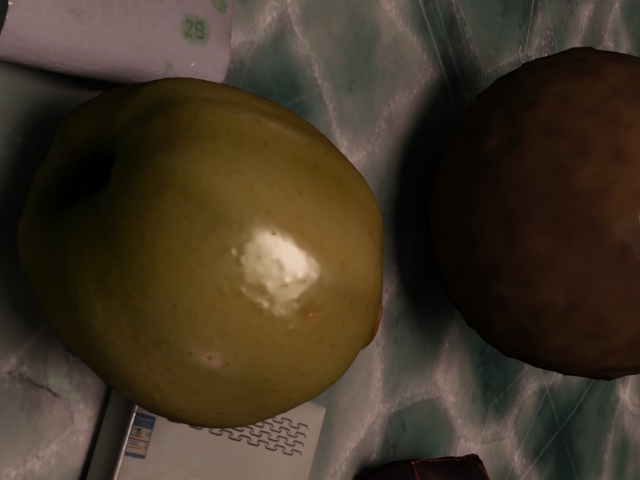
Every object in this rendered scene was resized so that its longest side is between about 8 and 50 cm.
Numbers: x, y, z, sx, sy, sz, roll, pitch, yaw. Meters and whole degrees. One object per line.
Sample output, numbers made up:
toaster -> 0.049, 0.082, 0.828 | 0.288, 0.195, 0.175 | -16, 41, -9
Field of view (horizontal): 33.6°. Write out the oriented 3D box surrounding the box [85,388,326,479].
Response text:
box -> -0.104, 0.211, 0.985 | 0.270, 0.045, 0.211 | 28, 72, -51

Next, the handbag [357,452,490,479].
handbag -> 0.145, 0.356, 1.232 | 0.169, 0.155, 0.215 | 10, 59, -58

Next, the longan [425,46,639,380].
longan -> 0.312, -0.032, 1.249 | 0.391, 0.391, 0.391 | -10, 102, -52

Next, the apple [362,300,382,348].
apple -> 0.027, 0.074, 1.118 | 0.089, 0.074, 0.090 | -12, 105, -54

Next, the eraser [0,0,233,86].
eraser -> -0.168, -0.209, 0.815 | 0.227, 0.081, 0.174 | 3, 91, -53

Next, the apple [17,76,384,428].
apple -> -0.084, 0.009, 0.810 | 0.279, 0.279, 0.279 | -10, 102, -52
